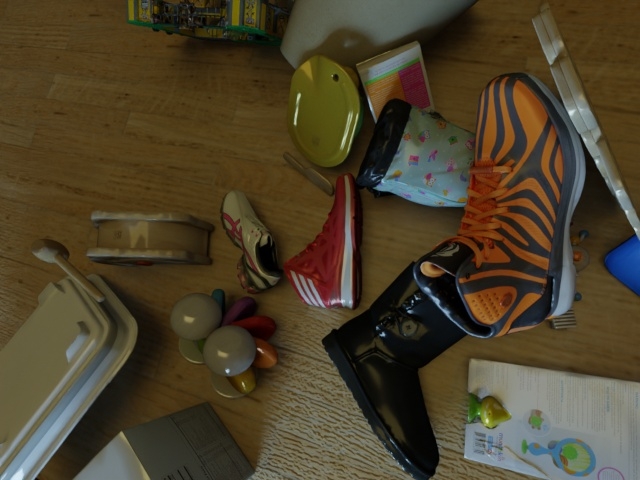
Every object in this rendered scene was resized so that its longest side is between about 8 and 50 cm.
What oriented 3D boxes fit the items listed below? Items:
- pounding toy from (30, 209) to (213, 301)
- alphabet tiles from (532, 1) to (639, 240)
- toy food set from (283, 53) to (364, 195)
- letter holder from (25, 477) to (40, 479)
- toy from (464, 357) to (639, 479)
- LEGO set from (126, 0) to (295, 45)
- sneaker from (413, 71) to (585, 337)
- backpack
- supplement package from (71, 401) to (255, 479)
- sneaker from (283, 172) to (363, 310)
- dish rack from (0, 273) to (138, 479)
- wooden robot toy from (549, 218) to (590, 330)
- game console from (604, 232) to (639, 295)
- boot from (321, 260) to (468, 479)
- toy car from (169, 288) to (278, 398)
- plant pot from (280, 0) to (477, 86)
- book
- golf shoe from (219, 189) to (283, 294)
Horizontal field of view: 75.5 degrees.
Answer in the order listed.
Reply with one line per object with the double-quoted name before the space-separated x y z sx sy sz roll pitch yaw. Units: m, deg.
"pounding toy" -0.335 0.035 0.736 0.270 0.154 0.154 1 79 -3
"alphabet tiles" 0.323 -0.141 0.498 0.021 0.284 0.277 -23 58 37
"toy food set" 0.014 -0.196 0.675 0.128 0.217 0.071 35 50 16
"letter holder" -0.384 0.532 0.643 0.214 0.152 0.302 -47 71 1
"toy" 0.318 0.239 0.544 0.238 0.056 0.136 3 83 22
"LEGO set" -0.171 -0.460 0.717 0.332 0.255 0.191 18 112 30
"sneaker" 0.201 -0.027 0.492 0.180 0.125 0.320 -16 99 -19
"backpack" 0.160 -0.113 0.610 0.182 0.115 0.151 21 99 -5
"supplement package" -0.245 0.373 0.603 0.194 0.203 0.149 -45 71 3
"sneaker" 0.000 0.000 0.668 0.128 0.087 0.221 -2 78 15
"dish rack" -0.480 0.219 0.699 0.286 0.072 0.332 27 77 41
"wooden robot toy" 0.330 0.034 0.568 0.076 0.079 0.173 9 81 18
"game console" 0.552 0.025 0.455 0.250 0.173 0.293 -45 72 4
"boot" 0.144 0.173 0.586 0.207 0.094 0.246 -40 65 10
"toy car" -0.145 0.150 0.663 0.182 0.159 0.136 38 57 20
"plant pot" 0.069 -0.371 0.654 0.274 0.257 0.256 -44 70 23
"book" 0.125 -0.221 0.649 0.096 0.144 0.035 -19 40 11
"golf shoe" -0.110 -0.007 0.700 0.086 0.068 0.186 -30 76 38
